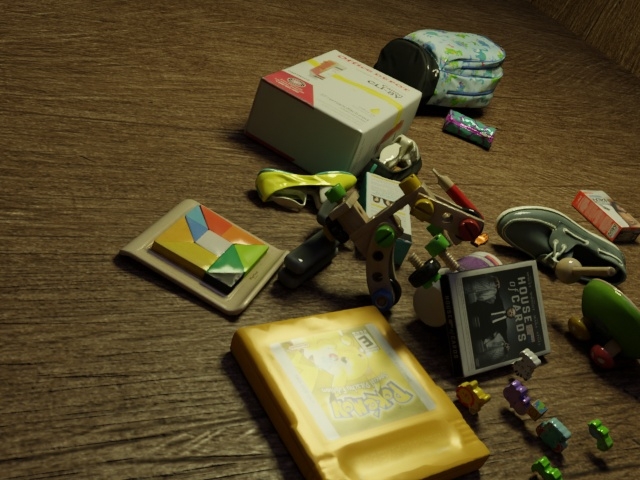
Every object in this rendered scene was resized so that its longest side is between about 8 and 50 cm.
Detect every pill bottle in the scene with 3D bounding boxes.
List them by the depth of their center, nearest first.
[{"bbox_3d":[0.260,0.094,1.357,0.108,0.108,0.193,40,37,27],"label":"pill bottle"}]

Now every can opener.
[{"bbox_3d":[0.000,0.000,1.382,0.093,0.074,0.280,31,37,12],"label":"can opener"}]

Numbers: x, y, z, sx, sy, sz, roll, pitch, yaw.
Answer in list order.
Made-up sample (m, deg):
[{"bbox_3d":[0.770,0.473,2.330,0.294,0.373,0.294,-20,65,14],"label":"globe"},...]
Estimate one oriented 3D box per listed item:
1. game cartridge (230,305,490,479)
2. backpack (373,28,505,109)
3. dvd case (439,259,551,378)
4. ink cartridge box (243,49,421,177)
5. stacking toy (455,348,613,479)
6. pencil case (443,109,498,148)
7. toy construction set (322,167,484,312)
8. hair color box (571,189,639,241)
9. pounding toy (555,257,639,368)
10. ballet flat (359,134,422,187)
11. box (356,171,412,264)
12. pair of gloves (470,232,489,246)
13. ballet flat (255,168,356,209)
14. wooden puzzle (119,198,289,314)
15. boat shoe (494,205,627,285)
[{"bbox_3d":[0.056,0.237,1.090,0.285,0.053,0.324,-6,41,-35],"label":"game cartridge"},{"bbox_3d":[0.394,-0.521,2.231,0.355,0.273,0.290,14,25,-34],"label":"backpack"},{"bbox_3d":[0.317,0.135,1.299,0.238,0.029,0.179,-6,86,-35],"label":"dvd case"},{"bbox_3d":[0.042,-0.312,1.775,0.279,0.160,0.384,30,34,14],"label":"ink cartridge box"},{"bbox_3d":[0.350,0.289,1.181,0.167,0.052,0.221,-19,54,-38],"label":"stacking toy"},{"bbox_3d":[0.432,-0.323,2.098,0.151,0.065,0.070,23,8,5],"label":"pencil case"},{"bbox_3d":[0.149,-0.051,1.315,0.237,0.257,0.309,49,44,1],"label":"toy construction set"},{"bbox_3d":[0.759,-0.067,1.921,0.093,0.053,0.167,0,40,-31],"label":"hair color box"},{"bbox_3d":[0.535,0.158,1.407,0.237,0.110,0.183,54,-4,-12],"label":"pounding toy"},{"bbox_3d":[0.187,-0.193,1.743,0.095,0.096,0.280,30,34,14],"label":"ballet flat"},{"bbox_3d":[0.134,-0.052,1.541,0.100,0.060,0.244,17,33,-6],"label":"box"},{"bbox_3d":[0.343,-0.020,1.659,0.083,0.010,0.074,35,35,21],"label":"pair of gloves"},{"bbox_3d":[-0.026,-0.102,1.529,0.230,0.077,0.077,1,59,-23],"label":"ballet flat"},{"bbox_3d":[-0.195,0.015,1.276,0.238,0.044,0.221,26,33,8],"label":"wooden puzzle"},{"bbox_3d":[0.545,0.016,1.625,0.319,0.116,0.099,21,29,-9],"label":"boat shoe"}]
